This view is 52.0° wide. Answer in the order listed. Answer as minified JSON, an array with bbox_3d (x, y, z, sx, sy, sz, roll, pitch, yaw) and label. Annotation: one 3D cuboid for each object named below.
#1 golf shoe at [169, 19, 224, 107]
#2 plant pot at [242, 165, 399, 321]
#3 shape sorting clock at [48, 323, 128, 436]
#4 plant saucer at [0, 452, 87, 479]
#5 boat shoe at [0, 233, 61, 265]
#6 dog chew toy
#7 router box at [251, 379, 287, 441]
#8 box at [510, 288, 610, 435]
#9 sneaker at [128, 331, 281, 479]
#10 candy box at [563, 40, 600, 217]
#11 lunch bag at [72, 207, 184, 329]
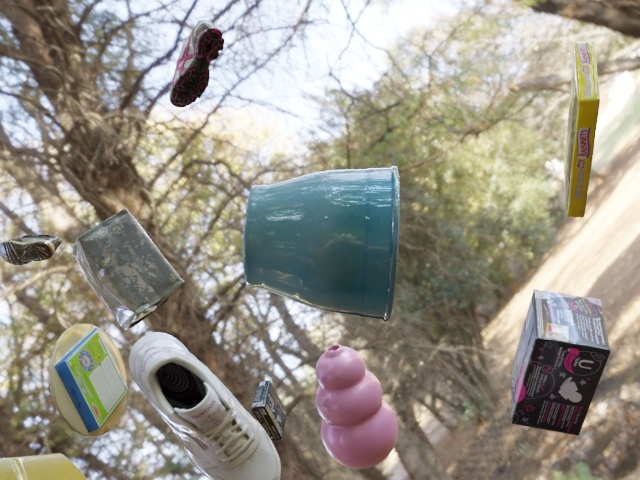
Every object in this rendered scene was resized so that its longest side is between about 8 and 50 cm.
[{"bbox_3d":[-0.261,-0.362,1.351,0.067,0.086,0.186,16,-66,-42],"label":"golf shoe"},{"bbox_3d":[0.000,0.000,1.153,0.271,0.255,0.272,3,-90,-88],"label":"plant pot"},{"bbox_3d":[-0.426,0.256,1.211,0.040,0.206,0.206,-16,-10,13],"label":"shape sorting clock"},{"bbox_3d":[-0.677,0.480,1.312,0.332,0.081,0.333,-6,-16,-2],"label":"plant saucer"},{"bbox_3d":[-0.590,0.016,1.336,0.049,0.152,0.056,-49,-47,-55],"label":"boat shoe"},{"bbox_3d":[0.081,0.427,1.725,0.206,0.206,0.332,-34,-66,-47],"label":"dog chew toy"},{"bbox_3d":[-0.127,0.425,1.638,0.092,0.038,0.123,-81,-29,-59],"label":"router box"},{"bbox_3d":[0.484,0.249,1.343,0.163,0.142,0.247,-67,-16,-53],"label":"box"},{"bbox_3d":[-0.164,0.269,0.951,0.114,0.305,0.152,-44,14,-16],"label":"sneaker"},{"bbox_3d":[0.324,-0.133,0.822,0.206,0.027,0.105,70,-152,-50],"label":"candy box"},{"bbox_3d":[-0.493,0.086,1.644,0.169,0.235,0.287,-39,2,-31],"label":"lunch bag"}]
